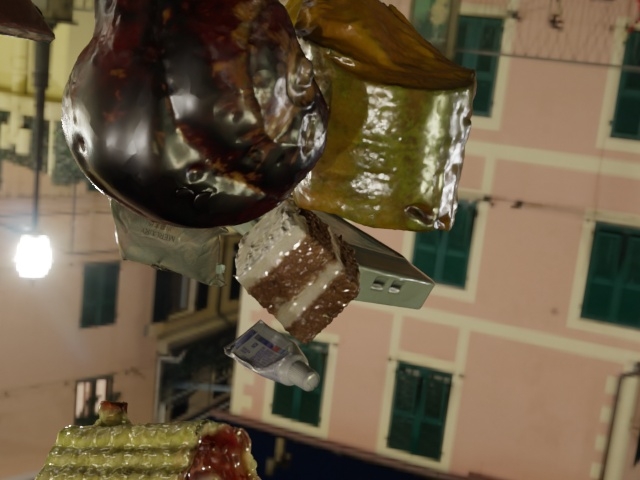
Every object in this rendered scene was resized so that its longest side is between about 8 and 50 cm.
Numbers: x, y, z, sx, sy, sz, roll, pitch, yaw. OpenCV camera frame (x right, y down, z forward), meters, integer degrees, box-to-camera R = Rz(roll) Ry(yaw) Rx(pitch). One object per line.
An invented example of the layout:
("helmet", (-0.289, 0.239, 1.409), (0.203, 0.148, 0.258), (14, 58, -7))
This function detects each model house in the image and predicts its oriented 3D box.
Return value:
("model house", (-0.162, 0.270, 0.809), (0.196, 0.253, 0.160), (-11, 160, 32))

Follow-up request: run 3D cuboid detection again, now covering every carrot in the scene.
("carrot", (0.079, -0.163, 1.153), (0.242, 0.340, 0.241), (3, -161, -1))

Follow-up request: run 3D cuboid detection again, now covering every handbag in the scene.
("handbag", (-0.315, 0.005, 1.827), (0.271, 0.182, 0.117), (16, -137, 11))

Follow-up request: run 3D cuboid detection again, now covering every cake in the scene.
("cake", (-0.035, 0.037, 1.214), (0.147, 0.134, 0.135), (37, -164, -20))

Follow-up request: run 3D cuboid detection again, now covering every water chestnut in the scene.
("water chestnut", (-0.136, -0.143, 0.923), (0.289, 0.289, 0.244), (-2, -143, -35))

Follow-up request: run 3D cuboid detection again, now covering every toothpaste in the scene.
("toothpaste", (-0.096, 0.244, 1.831), (0.099, 0.068, 0.282), (-9, -162, -33))

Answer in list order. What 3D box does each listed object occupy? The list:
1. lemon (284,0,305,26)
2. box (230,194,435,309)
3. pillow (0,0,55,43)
("lemon", (0.003, -0.305, 1.518), (0.233, 0.288, 0.233), (34, 163, 12))
("box", (0.000, 0.000, 1.644), (0.367, 0.090, 0.373), (31, -172, 30))
("pillow", (-0.415, -0.332, 1.057), (0.232, 0.043, 0.126), (55, -156, 8))
